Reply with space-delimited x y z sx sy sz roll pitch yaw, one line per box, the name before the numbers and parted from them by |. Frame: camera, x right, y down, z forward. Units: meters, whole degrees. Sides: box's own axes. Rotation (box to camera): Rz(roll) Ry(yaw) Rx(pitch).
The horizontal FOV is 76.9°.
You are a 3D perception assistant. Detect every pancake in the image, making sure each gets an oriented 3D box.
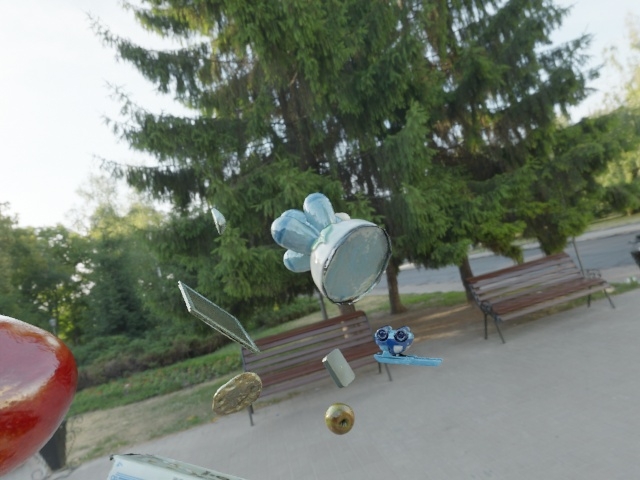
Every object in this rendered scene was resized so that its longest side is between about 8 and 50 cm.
pancake | -0.221 0.410 1.079 0.151 0.025 0.152 -22 -46 -24

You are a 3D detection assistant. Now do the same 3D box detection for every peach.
peach | -0.519 0.247 0.622 0.245 0.249 0.274 -6 15 -21

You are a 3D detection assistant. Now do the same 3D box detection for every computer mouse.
computer mouse | -0.313 -0.064 1.254 0.032 0.056 0.110 -17 39 -16

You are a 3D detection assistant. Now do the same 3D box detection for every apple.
apple | 0.058 0.527 1.195 0.089 0.090 0.074 -15 7 -3

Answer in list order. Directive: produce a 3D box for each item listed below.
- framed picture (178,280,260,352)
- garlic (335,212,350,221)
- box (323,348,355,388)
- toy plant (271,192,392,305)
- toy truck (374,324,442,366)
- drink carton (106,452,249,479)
framed picture | -0.274 0.198 1.056 0.017 0.217 0.274 -54 23 -9
garlic | 0.027 -0.029 1.358 0.174 0.099 0.124 -45 40 -2
box | 0.064 0.458 1.440 0.031 0.126 0.091 -40 -10 32
toy plant | 0.000 0.000 1.118 0.247 0.248 0.332 -12 33 -38
toy truck | 0.179 0.215 0.829 0.136 0.074 0.063 -4 -8 25
drink carton | -0.123 0.390 0.530 0.324 0.132 0.194 13 -27 2
